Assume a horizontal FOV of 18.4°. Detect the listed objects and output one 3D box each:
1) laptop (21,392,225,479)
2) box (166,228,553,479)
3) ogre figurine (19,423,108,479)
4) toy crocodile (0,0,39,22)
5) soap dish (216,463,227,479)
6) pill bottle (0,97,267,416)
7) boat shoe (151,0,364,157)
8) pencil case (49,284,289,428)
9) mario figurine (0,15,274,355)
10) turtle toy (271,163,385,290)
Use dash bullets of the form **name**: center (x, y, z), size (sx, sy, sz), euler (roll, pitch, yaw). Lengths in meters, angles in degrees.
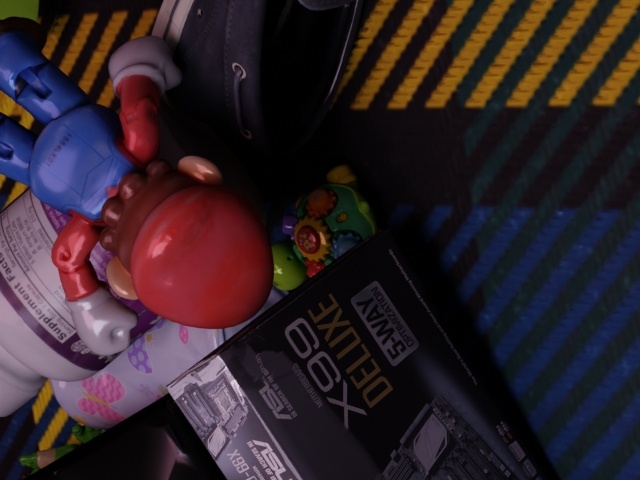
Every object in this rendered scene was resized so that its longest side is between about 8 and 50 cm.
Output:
- **laptop**: center (-0.188, 0.413, 1.844), size (0.408, 0.236, 0.382), euler (-31, 75, 7)
- **box**: center (0.050, 0.175, 1.578), size (0.076, 0.242, 0.307), euler (-32, 92, 42)
- **ogre figurine**: center (-0.240, 0.257, 2.016), size (0.197, 0.097, 0.118), euler (-26, 67, 29)
- **toy crocodile**: center (-0.290, -0.342, 1.848), size (0.105, 0.115, 0.340), euler (-123, 34, -63)
- **soap dish**: center (-0.042, 0.260, 1.813), size (0.291, 0.118, 0.229), euler (-23, 88, 45)
- **pill bottle**: center (-0.208, 0.018, 1.756), size (0.301, 0.169, 0.169), euler (-40, 75, 13)
- **boat shoe**: center (0.000, -0.265, 1.563), size (0.156, 0.187, 0.500), euler (44, 135, 21)
- **pencil case**: center (-0.138, 0.104, 1.850), size (0.273, 0.113, 0.124), euler (-17, 107, 45)
- **mario figurine**: center (-0.164, -0.039, 1.615), size (0.320, 0.170, 0.198), euler (39, 133, 19)
- **turtle toy**: center (0.000, 0.000, 1.724), size (0.130, 0.066, 0.095), euler (-40, 76, 42)
